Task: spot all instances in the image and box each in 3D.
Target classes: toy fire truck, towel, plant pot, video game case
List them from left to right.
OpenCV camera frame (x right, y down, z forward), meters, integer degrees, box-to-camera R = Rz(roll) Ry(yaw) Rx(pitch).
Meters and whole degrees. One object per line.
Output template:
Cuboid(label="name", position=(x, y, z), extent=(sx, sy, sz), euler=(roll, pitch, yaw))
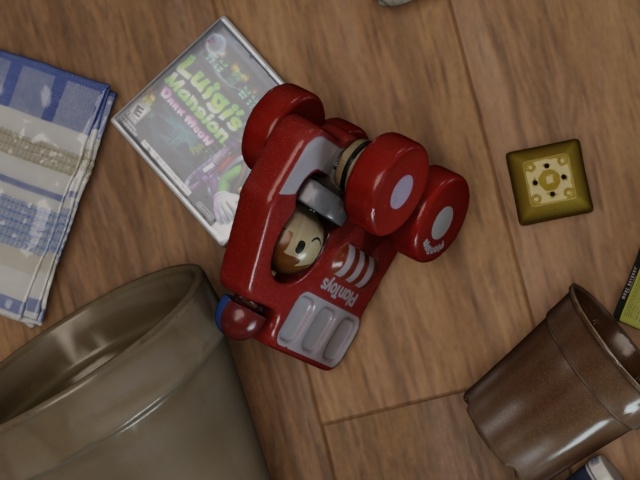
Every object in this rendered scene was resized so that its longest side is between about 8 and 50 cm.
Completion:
Cuboid(label="towel", position=(-0.360, -0.066, 1.941), extent=(0.209, 0.034, 0.285), euler=(19, 91, 9))
Cuboid(label="plant pot", position=(-0.191, 0.227, 1.803), extent=(0.323, 0.323, 0.280), euler=(-29, 102, 7))
Cuboid(label="video game case", position=(-0.106, -0.119, 1.911), extent=(0.173, 0.022, 0.190), euler=(-42, 85, 6))
Cuboid(label="toy fire truck", position=(0.000, 0.000, 1.766), extent=(0.169, 0.302, 0.254), euler=(27, 89, 27))
Cuboid(label="plant pot", position=(0.240, -0.062, 1.834), extent=(0.081, 0.083, 0.081), euler=(-12, 90, 8))
Cuboid(label="plant pot", position=(0.248, 0.159, 1.802), extent=(0.165, 0.167, 0.167), euler=(-39, 85, 13))

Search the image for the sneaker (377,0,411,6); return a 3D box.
Cuboid(label="sneaker", position=(0.055, -0.371, 1.854), extent=(0.121, 0.099, 0.262), euler=(-25, 86, 11))

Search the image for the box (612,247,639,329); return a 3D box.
Cuboid(label="box", position=(0.394, 0.076, 1.746), extent=(0.058, 0.232, 0.087), euler=(20, 92, -30))

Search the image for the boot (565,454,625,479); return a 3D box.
Cuboid(label="boot", position=(0.317, 0.325, 1.841), extent=(0.086, 0.069, 0.190), euler=(-38, 78, 14))
